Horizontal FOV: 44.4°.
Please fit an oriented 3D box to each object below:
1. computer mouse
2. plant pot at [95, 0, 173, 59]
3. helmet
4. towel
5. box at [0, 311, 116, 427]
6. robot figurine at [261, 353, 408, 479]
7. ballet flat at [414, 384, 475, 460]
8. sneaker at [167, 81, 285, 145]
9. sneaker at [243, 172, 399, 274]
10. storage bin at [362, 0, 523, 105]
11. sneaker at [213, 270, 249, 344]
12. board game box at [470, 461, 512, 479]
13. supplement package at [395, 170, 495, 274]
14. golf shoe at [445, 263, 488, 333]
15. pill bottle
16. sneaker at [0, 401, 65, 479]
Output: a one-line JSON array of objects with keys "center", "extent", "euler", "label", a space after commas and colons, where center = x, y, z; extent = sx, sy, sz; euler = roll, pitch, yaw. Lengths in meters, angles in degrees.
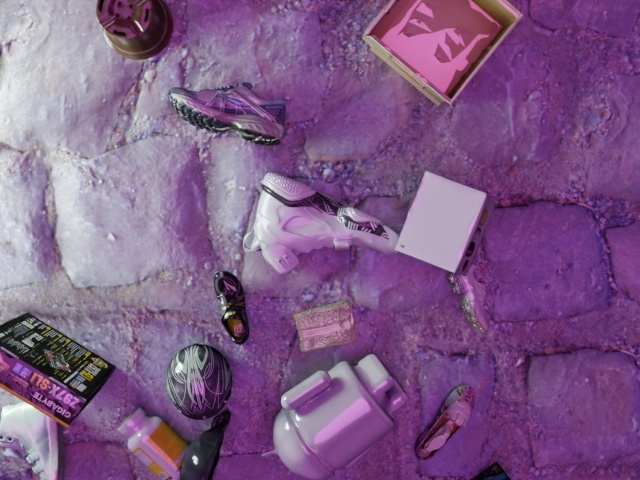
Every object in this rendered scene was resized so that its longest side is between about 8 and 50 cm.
[{"center": [-0.277, 0.507, 1.810], "extent": [0.072, 0.272, 0.188], "euler": [17, 94, 0], "label": "computer mouse"}, {"center": [-0.427, -0.504, 1.774], "extent": [0.167, 0.165, 0.167], "euler": [0, 95, -4], "label": "plant pot"}, {"center": [-0.286, 0.331, 1.849], "extent": [0.169, 0.161, 0.169], "euler": [0, 95, -3], "label": "helmet"}, {"center": [0.013, 0.212, 1.923], "extent": [0.148, 0.027, 0.110], "euler": [-11, 94, -2], "label": "towel"}, {"center": [-0.612, 0.277, 1.747], "extent": [0.257, 0.322, 0.079], "euler": [35, 91, -6], "label": "box"}, {"center": [0.032, 0.427, 1.855], "extent": [0.353, 0.200, 0.300], "euler": [-37, 120, 0], "label": "robot figurine"}, {"center": [0.313, 0.457, 1.933], "extent": [0.077, 0.079, 0.221], "euler": [39, 91, -4], "label": "ballet flat"}, {"center": [-0.216, -0.316, 1.846], "extent": [0.283, 0.110, 0.122], "euler": [17, 76, -7], "label": "sneaker"}, {"center": [0.000, 0.000, 1.856], "extent": [0.366, 0.137, 0.210], "euler": [25, 93, 0], "label": "sneaker"}, {"center": [0.277, -0.497, 1.834], "extent": [0.260, 0.123, 0.262], "euler": [39, 92, -6], "label": "storage bin"}, {"center": [-0.210, 0.161, 1.881], "extent": [0.067, 0.078, 0.188], "euler": [-15, 95, -2], "label": "sneaker"}, {"center": [0.382, 0.626, 1.927], "extent": [0.186, 0.126, 0.026], "euler": [-35, 96, -1], "label": "board game box"}, {"center": [0.293, -0.034, 1.812], "extent": [0.149, 0.203, 0.194], "euler": [23, 93, 18], "label": "supplement package"}, {"center": [0.383, 0.141, 1.921], "extent": [0.086, 0.069, 0.176], "euler": [-27, 97, -7], "label": "golf shoe"}, {"center": [-0.396, 0.490, 1.885], "extent": [0.103, 0.103, 0.184], "euler": [-44, 95, 1], "label": "pill bottle"}, {"center": [-0.697, 0.508, 1.874], "extent": [0.151, 0.094, 0.255], "euler": [-5, 85, -8], "label": "sneaker"}]
